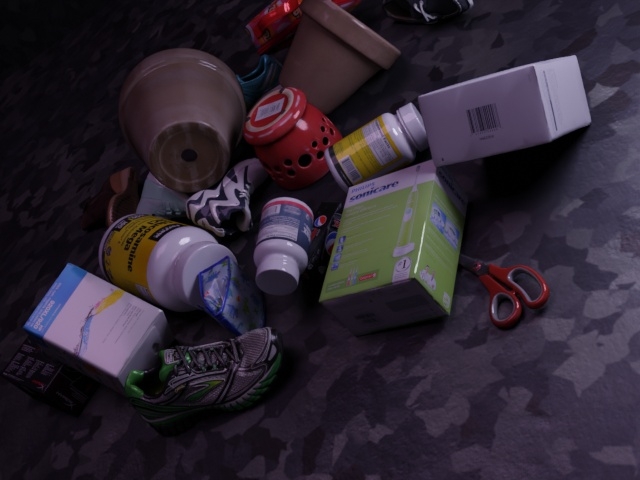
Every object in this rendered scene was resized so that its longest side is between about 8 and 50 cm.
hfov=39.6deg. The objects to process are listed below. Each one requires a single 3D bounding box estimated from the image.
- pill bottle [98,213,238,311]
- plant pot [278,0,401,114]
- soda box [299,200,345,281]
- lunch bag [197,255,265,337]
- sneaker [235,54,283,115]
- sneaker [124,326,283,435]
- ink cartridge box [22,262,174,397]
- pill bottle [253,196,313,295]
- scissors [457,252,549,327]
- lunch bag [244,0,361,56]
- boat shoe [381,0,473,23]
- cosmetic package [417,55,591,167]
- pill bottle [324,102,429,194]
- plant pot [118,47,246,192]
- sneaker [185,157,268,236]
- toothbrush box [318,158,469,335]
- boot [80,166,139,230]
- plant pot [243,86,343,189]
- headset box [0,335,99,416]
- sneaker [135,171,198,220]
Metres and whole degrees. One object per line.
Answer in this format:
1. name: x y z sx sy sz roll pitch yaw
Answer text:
1. pill bottle: -0.331 0.051 1.950 0.334 0.188 0.188 12 61 48
2. plant pot: 0.023 -0.431 2.115 0.229 0.263 0.263 -55 33 14
3. soda box: 0.000 0.000 1.814 0.060 0.053 0.169 4 56 44
4. lunch bag: -0.176 0.131 1.774 0.096 0.129 0.151 -33 38 14
5. sneaker: -0.214 -0.384 2.363 0.275 0.110 0.107 -42 36 0
6. sneaker: -0.220 0.254 1.674 0.344 0.146 0.134 -28 38 16
7. ink cartridge box: -0.452 0.193 1.845 0.233 0.171 0.168 25 67 13
8. pill bottle: -0.074 0.014 1.730 0.108 0.108 0.180 -19 42 27
9. scissors: 0.289 0.047 1.531 0.109 0.021 0.297 -45 32 9
10. lunch bag: -0.054 -0.597 2.320 0.293 0.120 0.258 -25 5 43
11. boat shoe: 0.252 -0.565 2.133 0.091 0.114 0.302 -46 24 -8
12. cosmetic package: 0.334 -0.235 1.598 0.224 0.138 0.225 -10 7 35
13. pill bottle: 0.123 -0.190 1.844 0.209 0.119 0.119 -30 37 14
14. plant pot: -0.324 -0.265 2.144 0.323 0.323 0.280 -35 33 9
15. sneaker: -0.178 -0.088 2.049 0.235 0.094 0.153 -32 54 -29
16. toothbrush box: 0.137 0.012 1.612 0.206 0.122 0.283 -18 43 35
17. boot: -0.581 -0.071 2.421 0.207 0.090 0.248 -34 36 31
18. plant pot: -0.070 -0.237 2.027 0.191 0.174 0.191 -24 41 23
19. headset box: -0.564 0.233 2.038 0.218 0.110 0.293 6 57 45
20. sneaker: -0.357 -0.059 2.193 0.256 0.094 0.151 29 100 37
